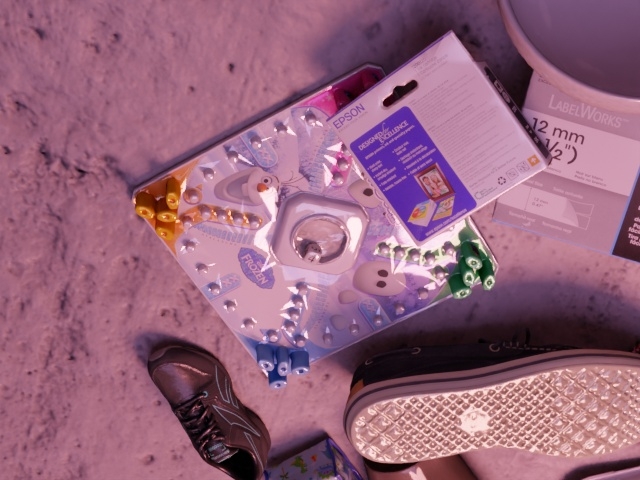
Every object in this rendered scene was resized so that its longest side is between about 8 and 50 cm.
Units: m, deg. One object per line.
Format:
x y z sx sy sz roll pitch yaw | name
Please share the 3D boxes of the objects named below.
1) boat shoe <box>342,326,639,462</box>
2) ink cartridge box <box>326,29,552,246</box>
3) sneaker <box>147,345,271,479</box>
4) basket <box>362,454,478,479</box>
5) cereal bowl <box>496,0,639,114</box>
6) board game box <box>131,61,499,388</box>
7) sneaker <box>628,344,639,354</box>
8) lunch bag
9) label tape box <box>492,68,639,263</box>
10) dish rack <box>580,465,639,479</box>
0.277 0.222 1.770 0.500 0.156 0.187 -4 118 -4 | boat shoe
0.148 -0.128 1.508 0.206 0.045 0.208 -33 99 25 | ink cartridge box
-0.161 0.264 1.802 0.101 0.106 0.267 -32 118 18 | sneaker
0.167 0.398 1.886 0.204 0.154 0.227 -21 119 9 | basket
0.367 -0.299 1.379 0.339 0.141 0.339 -2 79 8 | cereal bowl
0.000 0.000 1.670 0.390 0.050 0.390 -27 120 13 | board game box
0.497 0.167 1.820 0.119 0.047 0.057 -10 101 2 | sneaker
0.000 0.406 1.916 0.128 0.096 0.151 -26 135 10 | lunch bag
0.380 -0.157 1.502 0.249 0.115 0.348 18 122 11 | label tape box
0.581 0.496 1.981 0.332 0.072 0.286 -13 113 -2 | dish rack
